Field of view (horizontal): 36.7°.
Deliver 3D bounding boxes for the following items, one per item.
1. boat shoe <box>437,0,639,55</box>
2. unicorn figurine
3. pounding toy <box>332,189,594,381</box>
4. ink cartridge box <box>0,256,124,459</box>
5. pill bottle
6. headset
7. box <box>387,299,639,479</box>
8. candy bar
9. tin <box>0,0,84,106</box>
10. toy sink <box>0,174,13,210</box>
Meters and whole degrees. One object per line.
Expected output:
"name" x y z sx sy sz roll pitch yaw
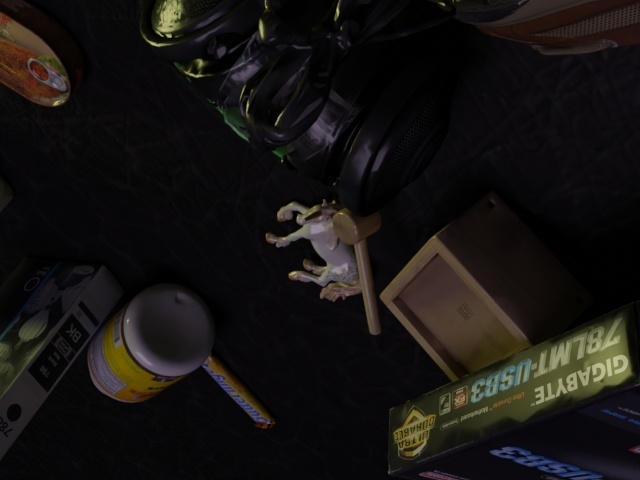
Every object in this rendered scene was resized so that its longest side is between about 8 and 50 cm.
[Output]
"boat shoe" 0.218 -0.173 0.532 0.324 0.123 0.120 1 164 41
"unicorn figurine" 0.000 0.000 0.956 0.111 0.060 0.162 -4 147 41
"pounding toy" 0.110 0.031 0.874 0.206 0.094 0.181 49 148 9
"ink cartridge box" -0.406 0.162 1.224 0.165 0.333 0.065 3 139 35
"pill bottle" -0.226 0.139 1.242 0.117 0.117 0.215 40 145 -10
"headset" -0.025 -0.105 0.675 0.243 0.185 0.394 38 167 -10
"box" 0.258 0.166 0.820 0.295 0.073 0.293 20 146 -27
"candy bar" -0.117 0.201 1.318 0.040 0.018 0.161 -12 124 46
"tin" -0.322 -0.209 0.970 0.189 0.040 0.106 32 149 1
"toy sink" -0.489 -0.055 1.188 0.234 0.153 0.131 -1 133 38
